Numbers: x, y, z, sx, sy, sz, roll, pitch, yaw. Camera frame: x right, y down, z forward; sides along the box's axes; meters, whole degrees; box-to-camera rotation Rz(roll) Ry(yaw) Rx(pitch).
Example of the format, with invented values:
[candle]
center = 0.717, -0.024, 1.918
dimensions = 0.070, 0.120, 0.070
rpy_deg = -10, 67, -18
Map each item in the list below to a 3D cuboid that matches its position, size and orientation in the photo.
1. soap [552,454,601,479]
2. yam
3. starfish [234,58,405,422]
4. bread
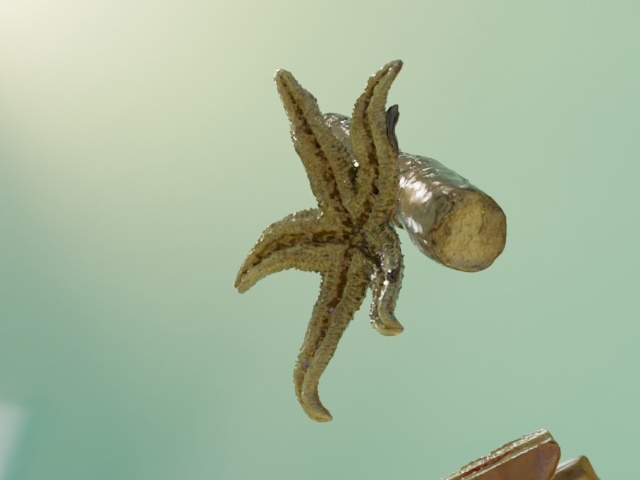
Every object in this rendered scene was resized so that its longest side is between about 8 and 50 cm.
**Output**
[soap]
center = 0.090, 0.340, 1.222
dimensions = 0.339, 0.169, 0.304
rpy_deg = -27, 90, 2
[yam]
center = 0.051, -0.036, 1.271
dimensions = 0.061, 0.061, 0.253
rpy_deg = -69, 24, 8
[starfish]
center = 0.000, 0.000, 1.081
dimensions = 0.176, 0.053, 0.208
rpy_deg = -19, 65, 48
[bread]
center = 0.085, 0.148, 1.003
dimensions = 0.043, 0.062, 0.109
rpy_deg = -74, 1, -87
